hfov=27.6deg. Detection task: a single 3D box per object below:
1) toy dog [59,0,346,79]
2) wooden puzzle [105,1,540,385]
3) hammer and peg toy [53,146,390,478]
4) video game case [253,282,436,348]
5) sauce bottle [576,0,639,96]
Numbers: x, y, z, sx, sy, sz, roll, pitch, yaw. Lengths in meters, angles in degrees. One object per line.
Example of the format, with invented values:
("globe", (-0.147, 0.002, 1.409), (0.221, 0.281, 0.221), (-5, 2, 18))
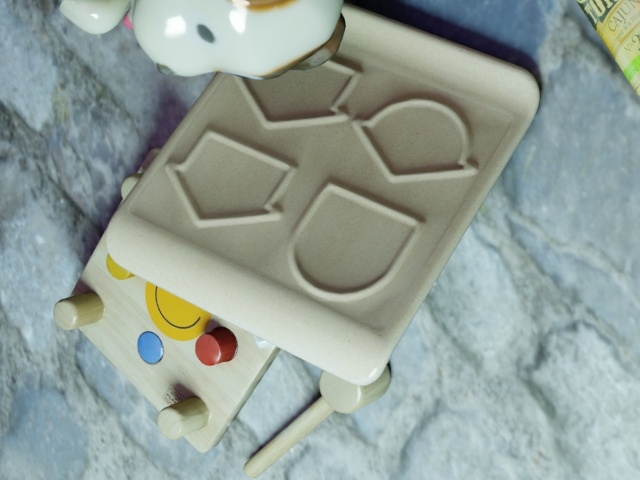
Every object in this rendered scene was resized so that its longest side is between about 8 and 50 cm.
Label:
("toy dog", (-0.116, -0.336, 1.272), (0.395, 0.284, 0.408), (-20, 69, -3))
("wooden puzzle", (0.004, -0.061, 1.291), (0.322, 0.080, 0.348), (24, 73, 23))
("hammer and peg toy", (-0.119, 0.106, 1.433), (0.361, 0.127, 0.266), (43, 117, 18))
("video game case", (0.000, 0.000, 1.322), (0.190, 0.022, 0.173), (-20, 67, 0))
("sauce bottle", (0.255, -0.268, 1.153), (0.111, 0.111, 0.344), (-38, 77, 30))
